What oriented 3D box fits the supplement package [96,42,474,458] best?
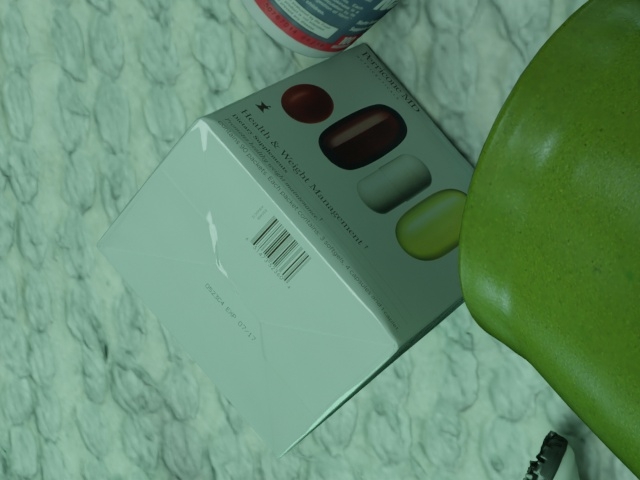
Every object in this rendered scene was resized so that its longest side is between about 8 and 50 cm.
[{"bbox_3d":[0.000,0.000,1.026,0.194,0.203,0.149,49,128,6],"label":"supplement package"}]

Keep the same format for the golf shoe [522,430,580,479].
[{"bbox_3d":[0.191,0.228,1.089,0.094,0.077,0.198,7,121,20],"label":"golf shoe"}]

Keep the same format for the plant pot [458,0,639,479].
[{"bbox_3d":[0.275,0.025,0.787,0.353,0.366,0.366,31,125,33],"label":"plant pot"}]

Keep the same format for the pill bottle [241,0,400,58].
[{"bbox_3d":[0.033,-0.210,0.973,0.180,0.108,0.108,-37,87,39],"label":"pill bottle"}]
